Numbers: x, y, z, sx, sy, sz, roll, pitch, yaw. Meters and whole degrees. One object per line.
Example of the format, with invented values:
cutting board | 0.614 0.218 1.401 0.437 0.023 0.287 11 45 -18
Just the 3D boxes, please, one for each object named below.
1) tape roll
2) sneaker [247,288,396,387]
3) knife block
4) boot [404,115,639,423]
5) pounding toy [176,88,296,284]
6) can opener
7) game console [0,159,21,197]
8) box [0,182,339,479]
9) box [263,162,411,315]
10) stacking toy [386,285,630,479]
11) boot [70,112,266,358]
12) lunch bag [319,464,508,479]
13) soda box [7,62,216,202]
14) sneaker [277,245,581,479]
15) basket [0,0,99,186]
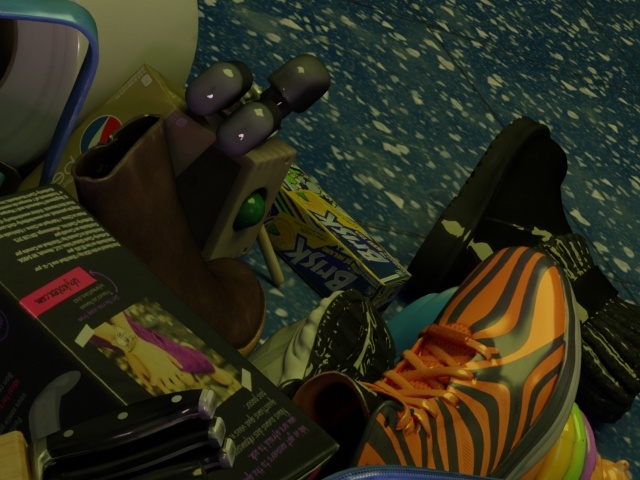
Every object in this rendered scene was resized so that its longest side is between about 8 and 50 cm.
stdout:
tape roll | -0.244 -0.179 1.423 0.246 0.246 0.169 43 28 15
sneaker | -0.038 0.144 1.309 0.100 0.108 0.271 55 40 -12
knife block | -0.184 0.157 0.920 0.276 0.242 0.088 23 20 -23
boot | 0.247 0.029 1.779 0.260 0.131 0.348 31 36 7
pounding toy | -0.086 -0.042 1.531 0.141 0.130 0.100 35 25 19
can opener | -0.052 -0.118 1.384 0.074 0.093 0.280 51 9 -3
game console | -0.297 -0.029 1.303 0.122 0.071 0.107 29 26 -12
box | -0.154 0.115 1.123 0.270 0.165 0.143 43 26 14
box | 0.000 0.000 1.627 0.169 0.054 0.059 43 27 17
stacking toy | 0.168 0.172 1.457 0.302 0.175 0.165 26 23 -43
boot | -0.107 0.003 1.318 0.090 0.206 0.248 7 24 19
lunch bag | 0.077 0.242 1.095 0.303 0.243 0.115 11 35 -39
soda box | -0.169 -0.047 1.352 0.061 0.181 0.058 33 18 -54
sneaker | 0.070 0.111 1.221 0.125 0.321 0.180 9 -29 37
basket | -0.307 -0.072 1.149 0.289 0.254 0.201 11 39 -18
